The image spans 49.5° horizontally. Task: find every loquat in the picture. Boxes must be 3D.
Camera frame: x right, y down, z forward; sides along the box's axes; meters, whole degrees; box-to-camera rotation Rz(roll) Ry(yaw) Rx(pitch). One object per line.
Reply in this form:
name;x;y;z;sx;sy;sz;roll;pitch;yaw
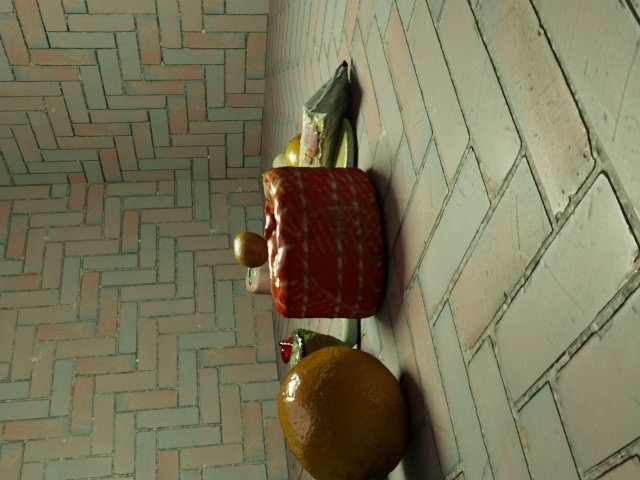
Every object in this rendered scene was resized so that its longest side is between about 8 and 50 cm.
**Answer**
loquat;-0.032;-0.234;1.937;0.141;0.141;0.141;177;90;-81

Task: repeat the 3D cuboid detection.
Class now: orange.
orange;0.043;0.333;1.293;0.264;0.265;0.264;177;90;-81
orange;-0.149;0.019;1.492;0.085;0.085;0.084;177;90;-81

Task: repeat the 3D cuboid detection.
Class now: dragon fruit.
dragon fruit;-0.085;0.441;2.540;0.092;0.123;0.192;-128;35;-48

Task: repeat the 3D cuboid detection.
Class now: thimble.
thimble;0.000;0.000;1.504;0.350;0.231;0.349;177;90;-80

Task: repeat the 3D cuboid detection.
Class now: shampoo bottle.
shampoo bottle;0.069;0.230;1.714;0.077;0.045;0.151;-156;65;-78

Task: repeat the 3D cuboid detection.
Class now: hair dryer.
hair dryer;-0.106;0.098;2.368;0.352;0.211;0.125;139;134;-60

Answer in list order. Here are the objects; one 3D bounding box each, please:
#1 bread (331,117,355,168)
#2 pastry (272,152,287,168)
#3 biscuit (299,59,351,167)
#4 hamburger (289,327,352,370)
bread;0.060;-0.186;1.680;0.112;0.036;0.192;-103;18;-46
pastry;-0.099;-0.173;2.397;0.265;0.133;0.264;176;90;-85
biscuit;0.011;-0.271;1.705;0.186;0.079;0.309;-57;-17;-35
hamburger;0.023;0.342;1.633;0.168;0.193;0.287;174;94;-68
